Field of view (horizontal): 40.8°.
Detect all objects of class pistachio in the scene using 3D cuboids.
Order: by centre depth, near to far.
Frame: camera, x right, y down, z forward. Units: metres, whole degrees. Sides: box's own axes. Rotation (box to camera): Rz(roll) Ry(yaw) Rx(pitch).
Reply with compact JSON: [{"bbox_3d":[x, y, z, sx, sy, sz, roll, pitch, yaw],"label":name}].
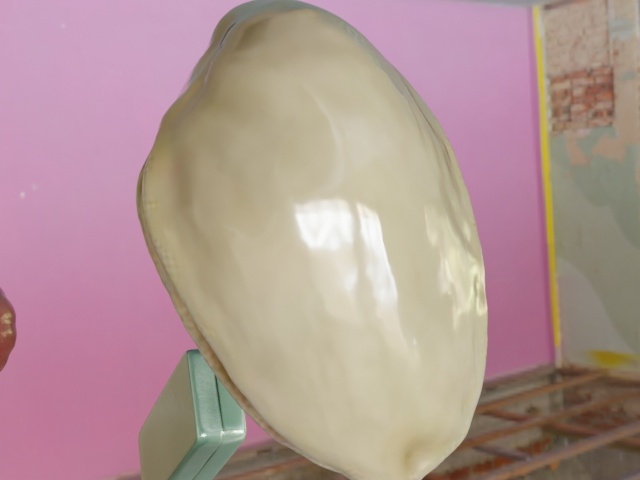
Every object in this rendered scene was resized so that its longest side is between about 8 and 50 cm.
[{"bbox_3d":[0.000,0.000,0.383,0.152,0.223,0.126,-14,180,-24],"label":"pistachio"}]

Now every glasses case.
[{"bbox_3d":[-0.110,0.160,0.707,0.039,0.077,0.184,2,147,-25],"label":"glasses case"}]

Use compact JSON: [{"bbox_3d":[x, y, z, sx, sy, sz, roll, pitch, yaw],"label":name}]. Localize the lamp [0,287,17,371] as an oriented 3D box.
[{"bbox_3d":[-0.292,0.072,0.682,0.101,0.101,0.090,-3,167,13],"label":"lamp"}]
